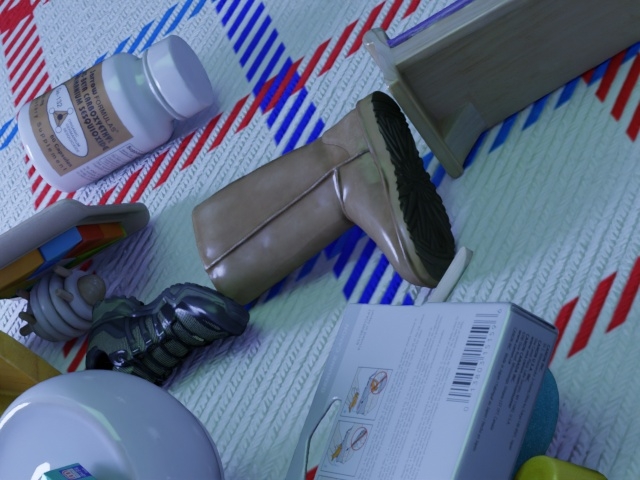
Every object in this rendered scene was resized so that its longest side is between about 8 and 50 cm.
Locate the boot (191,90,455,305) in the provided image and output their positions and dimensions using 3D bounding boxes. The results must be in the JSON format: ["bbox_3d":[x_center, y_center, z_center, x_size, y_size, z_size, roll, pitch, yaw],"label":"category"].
[{"bbox_3d":[0.000,0.000,1.787,0.269,0.089,0.236,-33,56,29],"label":"boot"}]

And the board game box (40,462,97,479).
[{"bbox_3d":[-0.208,0.327,1.490,0.160,0.047,0.210,34,114,30],"label":"board game box"}]

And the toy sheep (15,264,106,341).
[{"bbox_3d":[-0.302,0.076,1.972,0.132,0.091,0.091,-26,36,26],"label":"toy sheep"}]

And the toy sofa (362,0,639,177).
[{"bbox_3d":[0.235,-0.244,1.796,0.362,0.150,0.177,-30,37,13],"label":"toy sofa"}]

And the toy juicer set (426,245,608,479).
[{"bbox_3d":[0.126,0.182,1.486,0.209,0.089,0.329,-47,35,20],"label":"toy juicer set"}]

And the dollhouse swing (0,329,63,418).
[{"bbox_3d":[-0.509,0.204,1.826,0.315,0.305,0.347,1,50,43],"label":"dollhouse swing"}]

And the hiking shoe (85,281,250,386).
[{"bbox_3d":[-0.168,0.116,1.828,0.227,0.086,0.114,-11,57,42],"label":"hiking shoe"}]

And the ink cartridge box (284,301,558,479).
[{"bbox_3d":[0.065,0.186,1.428,0.239,0.060,0.275,-3,63,59],"label":"ink cartridge box"}]

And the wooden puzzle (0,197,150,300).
[{"bbox_3d":[-0.324,0.021,1.978,0.221,0.044,0.238,-30,-9,12],"label":"wooden puzzle"}]

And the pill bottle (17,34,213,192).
[{"bbox_3d":[-0.259,-0.165,2.166,0.229,0.131,0.131,-27,36,16],"label":"pill bottle"}]

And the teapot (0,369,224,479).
[{"bbox_3d":[-0.177,0.233,1.603,0.252,0.187,0.256,-40,71,34],"label":"teapot"}]
